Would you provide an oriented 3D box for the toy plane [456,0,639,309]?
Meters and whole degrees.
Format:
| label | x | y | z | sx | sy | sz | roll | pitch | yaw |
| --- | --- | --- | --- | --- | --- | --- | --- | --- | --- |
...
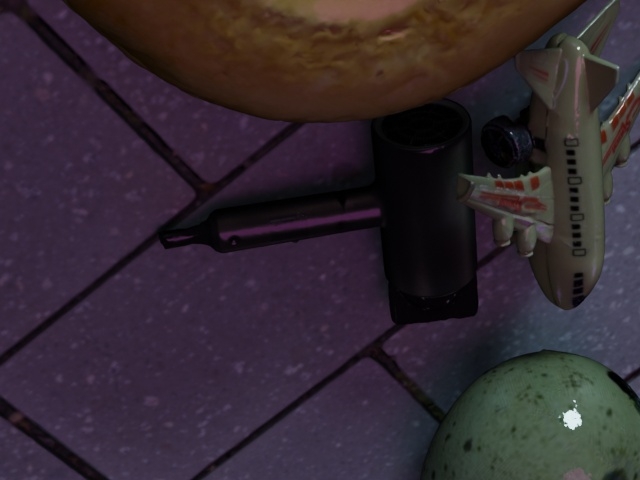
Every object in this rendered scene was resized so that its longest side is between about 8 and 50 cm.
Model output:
| label | x | y | z | sx | sy | sz | roll | pitch | yaw |
| --- | --- | --- | --- | --- | --- | --- | --- | --- | --- |
| toy plane | 0.186 | -0.054 | 1.111 | 0.242 | 0.104 | 0.256 | -33 | 143 | -33 |

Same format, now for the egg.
| label | x | y | z | sx | sy | sz | roll | pitch | yaw |
| --- | --- | --- | --- | --- | --- | --- | --- | --- | --- |
| egg | 0.180 | 0.196 | 1.245 | 0.228 | 0.177 | 0.177 | -39 | 127 | 24 |

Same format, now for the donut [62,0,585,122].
| label | x | y | z | sx | sy | sz | roll | pitch | yaw |
| --- | --- | --- | --- | --- | --- | --- | --- | --- | --- |
| donut | 0.024 | -0.253 | 0.854 | 0.449 | 0.198 | 0.449 | -6 | 133 | -6 |

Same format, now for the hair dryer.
| label | x | y | z | sx | sy | sz | roll | pitch | yaw |
| --- | --- | --- | --- | --- | --- | --- | --- | --- | --- |
| hair dryer | 0.000 | 0.000 | 1.130 | 0.248 | 0.078 | 0.195 | -7 | 126 | -2 |
